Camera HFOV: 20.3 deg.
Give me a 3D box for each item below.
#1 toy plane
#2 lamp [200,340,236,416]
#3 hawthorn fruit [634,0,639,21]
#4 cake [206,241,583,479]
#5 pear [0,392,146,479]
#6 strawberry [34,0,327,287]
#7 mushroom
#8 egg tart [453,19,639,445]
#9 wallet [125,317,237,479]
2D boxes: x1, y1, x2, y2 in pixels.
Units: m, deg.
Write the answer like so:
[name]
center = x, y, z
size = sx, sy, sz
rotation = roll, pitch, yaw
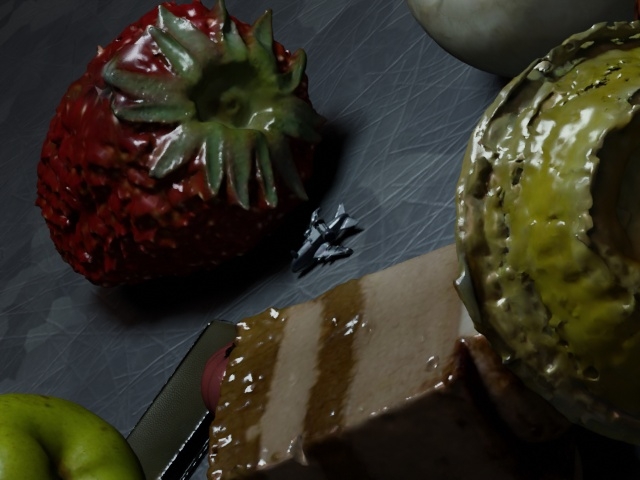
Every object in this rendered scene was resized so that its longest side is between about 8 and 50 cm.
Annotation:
[toy plane]
center = 0.000, 0.000, 1.779
size = 0.083, 0.031, 0.078
rotation = -41, 41, 1
[lamp]
center = -0.055, 0.128, 1.614
size = 0.107, 0.092, 0.107
rotation = -8, 17, 2
[hawthorn fruit]
center = 0.371, -0.160, 1.341
size = 0.211, 0.211, 0.299
rotation = -44, 40, 1
[cake]
center = 0.083, 0.133, 1.330
size = 0.293, 0.199, 0.196
rotation = -24, 28, 25
[pear]
center = -0.273, 0.276, 1.520
size = 0.294, 0.294, 0.294
rotation = -32, 30, 21
[strawberry]
center = -0.160, -0.097, 1.911
size = 0.343, 0.292, 0.292
rotation = -26, 30, 57
[mushroom]
center = 0.193, -0.310, 1.669
size = 0.297, 0.290, 0.297
rotation = -31, 30, 20
[egg tart]
center = 0.242, -0.010, 1.191
size = 0.315, 0.315, 0.120
rotation = -51, -1, -14
[wallet]
center = -0.128, 0.163, 1.725
size = 0.110, 0.031, 0.198
rotation = 6, 55, 55
